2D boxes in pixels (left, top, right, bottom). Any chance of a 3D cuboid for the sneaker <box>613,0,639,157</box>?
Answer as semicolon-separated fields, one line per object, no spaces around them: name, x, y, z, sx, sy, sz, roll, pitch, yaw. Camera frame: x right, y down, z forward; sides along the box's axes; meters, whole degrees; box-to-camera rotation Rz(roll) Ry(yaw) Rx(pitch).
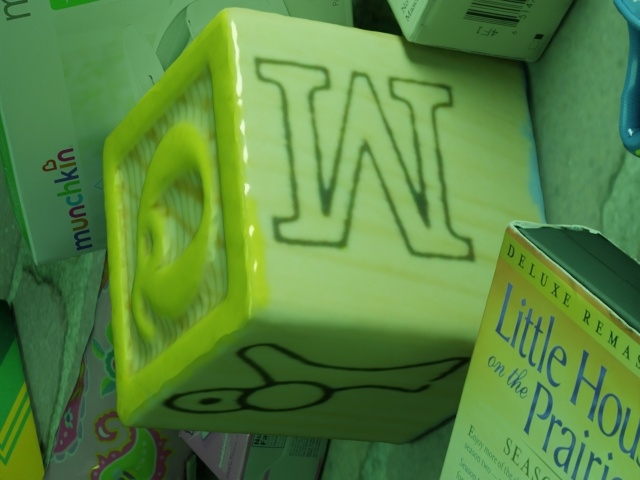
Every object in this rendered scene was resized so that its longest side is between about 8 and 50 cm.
sneaker;0.208;-0.118;0.850;0.091;0.126;0.240;56;133;50

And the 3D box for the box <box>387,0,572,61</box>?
box;0.069;-0.237;1.170;0.113;0.094;0.275;-63;35;35

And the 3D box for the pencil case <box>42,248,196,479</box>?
pencil case;-0.123;0.088;1.445;0.124;0.124;0.284;44;123;56

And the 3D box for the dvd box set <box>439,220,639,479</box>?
dvd box set;0.133;0.239;0.957;0.307;0.062;0.420;44;126;57

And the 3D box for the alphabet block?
alphabet block;0.000;0.000;1.139;0.192;0.197;0.193;-40;49;52

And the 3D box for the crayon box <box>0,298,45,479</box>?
crayon box;-0.335;0.234;1.840;0.202;0.081;0.318;-60;35;37

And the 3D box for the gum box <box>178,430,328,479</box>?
gum box;-0.034;0.079;1.329;0.107;0.062;0.188;35;114;59

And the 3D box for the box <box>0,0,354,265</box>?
box;-0.104;-0.142;1.237;0.127;0.231;0.262;-115;16;-45
